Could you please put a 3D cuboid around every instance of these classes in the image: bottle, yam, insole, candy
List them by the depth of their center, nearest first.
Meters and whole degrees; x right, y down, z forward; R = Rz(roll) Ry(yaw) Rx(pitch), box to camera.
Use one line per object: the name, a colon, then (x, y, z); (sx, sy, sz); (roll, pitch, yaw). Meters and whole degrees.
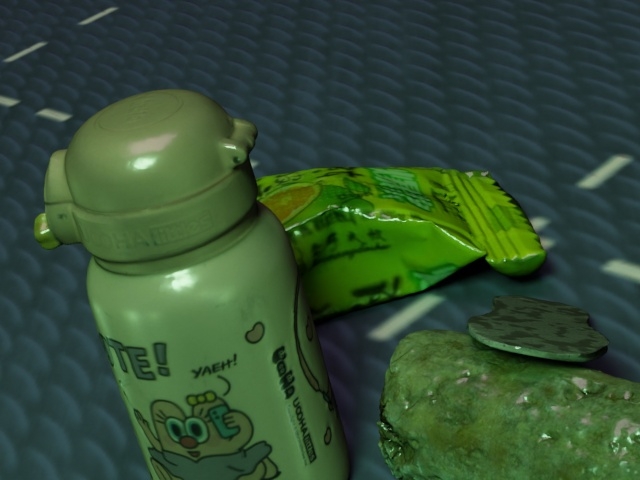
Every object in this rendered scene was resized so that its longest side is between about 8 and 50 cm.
yam: (0.106, 0.091, 0.660); (0.179, 0.078, 0.078); (15, 40, 41)
bottle: (-0.061, 0.034, 0.702); (0.110, 0.209, 0.097); (-9, 28, 14)
insole: (0.105, 0.041, 0.733); (0.065, 0.006, 0.193); (10, 5, 8)
candy: (0.000, 0.000, 0.890); (0.246, 0.069, 0.149); (-15, 25, -1)
